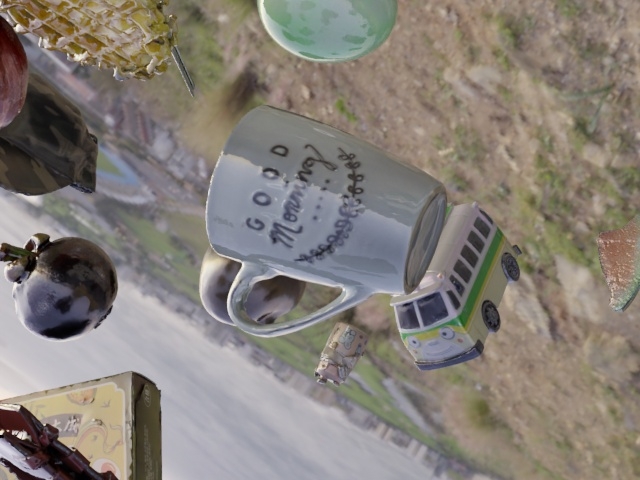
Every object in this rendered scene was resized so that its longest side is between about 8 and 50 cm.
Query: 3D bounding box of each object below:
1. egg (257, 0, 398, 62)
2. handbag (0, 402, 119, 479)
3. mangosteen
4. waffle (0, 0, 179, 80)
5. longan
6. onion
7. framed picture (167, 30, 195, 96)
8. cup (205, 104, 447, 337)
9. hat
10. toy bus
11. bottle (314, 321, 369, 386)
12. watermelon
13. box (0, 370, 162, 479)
[{"bbox_3d":[0.013,-0.449,1.698,0.270,0.220,0.220,11,155,13],"label":"egg"},{"bbox_3d":[-0.440,0.357,1.433,0.260,0.084,0.275,48,150,-21],"label":"handbag"},{"bbox_3d":[-0.557,0.085,1.874,0.265,0.228,0.228,38,161,-13],"label":"mangosteen"},{"bbox_3d":[-0.305,-0.282,1.102,0.262,0.060,0.280,15,164,5],"label":"waffle"},{"bbox_3d":[-0.168,0.091,2.266,0.300,0.300,0.243,39,165,-14],"label":"longan"},{"bbox_3d":[-0.430,-0.224,1.079,0.159,0.159,0.195,31,131,8],"label":"onion"},{"bbox_3d":[-0.306,-0.434,1.646,0.232,0.019,0.296,70,174,-54],"label":"framed picture"},{"bbox_3d":[0.000,0.000,1.018,0.234,0.258,0.186,21,177,20],"label":"cup"},{"bbox_3d":[-0.575,-0.210,1.567,0.366,0.257,0.381,15,171,0],"label":"hat"},{"bbox_3d":[0.242,0.075,1.639,0.143,0.305,0.179,-20,115,39],"label":"toy bus"},{"bbox_3d":[0.047,0.277,2.110,0.099,0.152,0.099,27,164,8],"label":"bottle"},{"bbox_3d":[0.483,0.050,1.413,0.080,0.155,0.101,-5,142,13],"label":"watermelon"},{"bbox_3d":[-0.521,0.513,1.857,0.373,0.420,0.138,-14,151,13],"label":"box"}]
